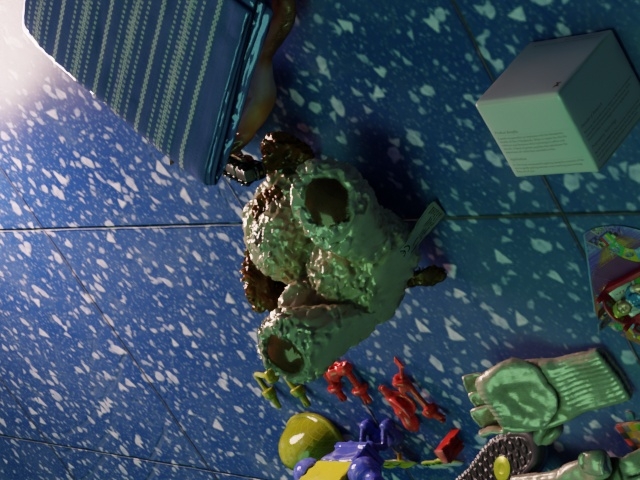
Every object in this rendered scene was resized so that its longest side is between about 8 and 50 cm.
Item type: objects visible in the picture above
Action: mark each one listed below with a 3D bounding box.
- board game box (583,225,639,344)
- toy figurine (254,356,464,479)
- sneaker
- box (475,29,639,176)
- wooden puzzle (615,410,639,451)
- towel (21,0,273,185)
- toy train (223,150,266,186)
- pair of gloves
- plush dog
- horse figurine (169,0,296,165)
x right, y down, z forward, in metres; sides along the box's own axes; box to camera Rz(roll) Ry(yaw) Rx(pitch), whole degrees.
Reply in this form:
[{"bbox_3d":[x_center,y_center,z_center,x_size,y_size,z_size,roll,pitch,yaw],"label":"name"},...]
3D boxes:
[{"bbox_3d":[0.320,0.061,1.557,0.133,0.033,0.169,19,142,34],"label":"board game box"},{"bbox_3d":[-0.011,0.296,2.034,0.362,0.217,0.191,-8,122,51],"label":"toy figurine"},{"bbox_3d":[0.233,0.294,1.919,0.209,0.082,0.069,-54,42,45],"label":"sneaker"},{"bbox_3d":[0.217,-0.121,1.388,0.101,0.102,0.087,-2,129,50],"label":"box"},{"bbox_3d":[0.360,0.222,1.728,0.083,0.006,0.049,52,148,-14],"label":"wooden puzzle"},{"bbox_3d":[-0.196,-0.239,1.670,0.336,0.040,0.243,39,132,25],"label":"towel"},{"bbox_3d":[-0.090,-0.085,1.733,0.158,0.036,0.027,-151,45,-70],"label":"toy train"},{"bbox_3d":[0.274,0.230,1.748,0.204,0.042,0.240,-11,115,38],"label":"pair of gloves"},{"bbox_3d":[0.000,0.000,1.746,0.225,0.210,0.262,35,122,40],"label":"plush dog"},{"bbox_3d":[-0.102,-0.191,1.669,0.174,0.066,0.263,25,126,24],"label":"horse figurine"}]
